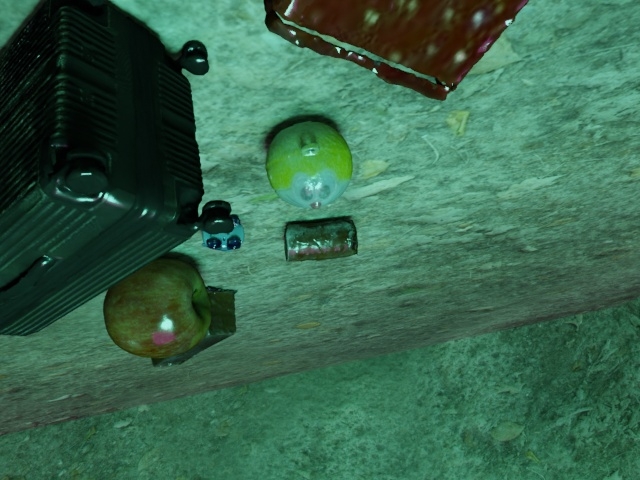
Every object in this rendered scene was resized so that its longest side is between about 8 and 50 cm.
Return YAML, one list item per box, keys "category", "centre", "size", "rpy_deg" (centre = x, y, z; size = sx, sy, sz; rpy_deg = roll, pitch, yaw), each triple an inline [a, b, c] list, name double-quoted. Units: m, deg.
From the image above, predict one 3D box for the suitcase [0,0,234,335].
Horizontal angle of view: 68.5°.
- category: "suitcase"
  centre: [-0.266, -0.056, 0.475]
  size: [0.334, 0.230, 0.152]
  rpy_deg: [-27, 151, 27]

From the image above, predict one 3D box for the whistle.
- category: "whistle"
  centre: [-0.016, -0.088, 0.677]
  size: [0.122, 0.123, 0.223]
  rpy_deg: [-10, 169, -5]

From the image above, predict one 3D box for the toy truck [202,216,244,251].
- category: "toy truck"
  centre: [-0.175, -0.004, 0.842]
  size: [0.073, 0.056, 0.090]
  rpy_deg: [0, 166, -15]

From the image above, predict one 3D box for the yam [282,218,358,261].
- category: "yam"
  centre: [0.000, -0.001, 0.903]
  size: [0.141, 0.079, 0.079]
  rpy_deg: [-6, 154, -12]

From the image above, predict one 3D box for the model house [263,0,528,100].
- category: "model house"
  centre: [0.086, -0.251, 0.321]
  size: [0.195, 0.160, 0.254]
  rpy_deg: [7, 147, -34]

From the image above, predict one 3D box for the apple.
- category: "apple"
  centre: [-0.307, 0.128, 0.892]
  size: [0.173, 0.189, 0.188]
  rpy_deg: [-7, 156, 9]

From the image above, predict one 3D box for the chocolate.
- category: "chocolate"
  centre: [-0.325, 0.227, 1.179]
  size: [0.111, 0.112, 0.321]
  rpy_deg: [9, 147, -43]
